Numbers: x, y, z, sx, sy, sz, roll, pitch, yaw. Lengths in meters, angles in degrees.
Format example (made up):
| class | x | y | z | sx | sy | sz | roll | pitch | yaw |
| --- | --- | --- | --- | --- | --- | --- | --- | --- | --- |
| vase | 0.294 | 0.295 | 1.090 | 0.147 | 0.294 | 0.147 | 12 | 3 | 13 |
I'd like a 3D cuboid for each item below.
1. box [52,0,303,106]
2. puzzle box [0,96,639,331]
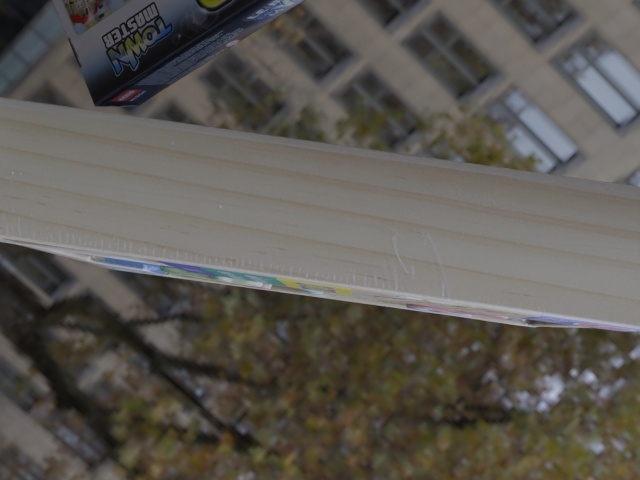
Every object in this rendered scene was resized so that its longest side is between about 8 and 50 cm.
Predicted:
| class | x | y | z | sx | sy | sz | roll | pitch | yaw |
| --- | --- | --- | --- | --- | --- | --- | --- | --- | --- |
| box | -0.039 | -0.154 | 0.698 | 0.207 | 0.114 | 0.036 | -27 | 171 | 31 |
| puzzle box | 0.000 | 0.000 | 0.740 | 0.409 | 0.272 | 0.052 | 57 | 41 | -86 |
